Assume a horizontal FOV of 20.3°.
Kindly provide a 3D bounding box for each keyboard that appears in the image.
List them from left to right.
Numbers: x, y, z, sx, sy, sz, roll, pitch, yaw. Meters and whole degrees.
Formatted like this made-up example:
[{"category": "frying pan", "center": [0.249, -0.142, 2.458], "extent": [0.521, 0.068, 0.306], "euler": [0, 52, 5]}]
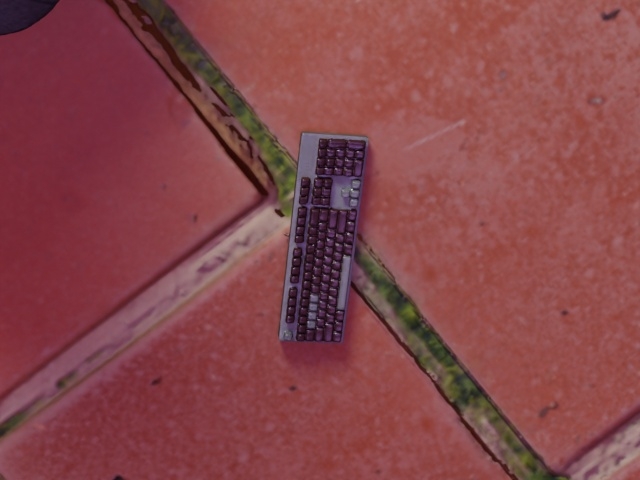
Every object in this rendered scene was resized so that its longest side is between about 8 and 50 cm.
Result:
[{"category": "keyboard", "center": [0.000, 0.000, 1.339], "extent": [0.055, 0.017, 0.166], "euler": [4, 109, -8]}]

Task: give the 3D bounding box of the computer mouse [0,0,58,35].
[{"category": "computer mouse", "center": [-0.300, -0.255, 1.030], "extent": [0.374, 0.114, 0.203], "euler": [41, 132, 8]}]
